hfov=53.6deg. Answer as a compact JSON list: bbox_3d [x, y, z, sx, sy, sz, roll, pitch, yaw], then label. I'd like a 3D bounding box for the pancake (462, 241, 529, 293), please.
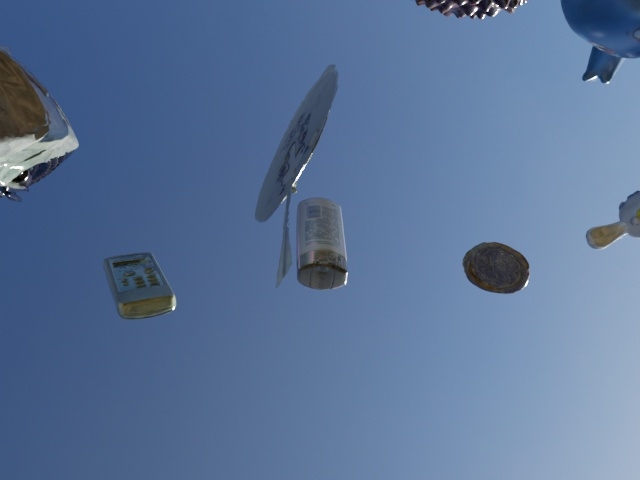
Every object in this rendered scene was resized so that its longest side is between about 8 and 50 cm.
[{"bbox_3d":[0.286,0.046,1.037,0.115,0.115,0.011,41,-134,-3],"label":"pancake"}]

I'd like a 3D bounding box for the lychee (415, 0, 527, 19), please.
[{"bbox_3d":[0.197,-0.446,0.826,0.306,0.306,0.330,40,-154,-4],"label":"lychee"}]

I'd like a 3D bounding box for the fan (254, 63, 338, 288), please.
[{"bbox_3d":[-0.034,-0.075,0.781,0.012,0.233,0.414,24,-146,-16],"label":"fan"}]

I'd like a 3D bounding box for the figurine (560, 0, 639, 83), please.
[{"bbox_3d":[0.483,-0.312,0.758,0.416,0.298,0.243,-34,-70,-18],"label":"figurine"}]

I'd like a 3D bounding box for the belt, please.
[{"bbox_3d":[-0.404,-0.122,0.772,0.184,0.289,0.164,-29,-85,-12],"label":"belt"}]

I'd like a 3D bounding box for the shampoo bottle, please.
[{"bbox_3d":[0.000,0.000,1.121,0.086,0.055,0.227,3,-148,-5],"label":"shampoo bottle"}]

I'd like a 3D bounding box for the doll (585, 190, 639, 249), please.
[{"bbox_3d":[0.768,-0.071,1.464,0.237,0.252,0.111,-19,-102,-39],"label":"doll"}]

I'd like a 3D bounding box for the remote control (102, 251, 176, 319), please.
[{"bbox_3d":[-0.332,0.077,1.152,0.098,0.233,0.038,-7,-69,-23],"label":"remote control"}]
